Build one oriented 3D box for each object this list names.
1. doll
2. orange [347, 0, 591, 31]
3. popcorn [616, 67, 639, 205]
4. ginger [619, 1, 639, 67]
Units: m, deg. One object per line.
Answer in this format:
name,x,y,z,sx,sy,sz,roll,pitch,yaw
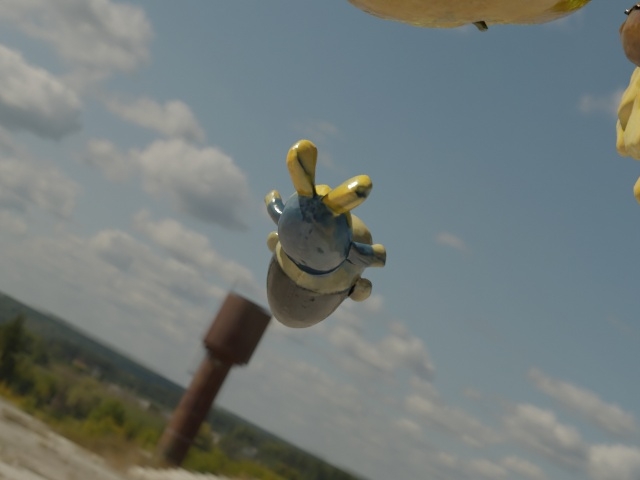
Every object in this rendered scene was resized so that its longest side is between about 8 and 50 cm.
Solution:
doll,0.000,0.000,1.010,0.102,0.089,0.179,32,-39,11
orange,0.115,-0.285,1.108,0.279,0.235,0.279,-1,5,0
popcorn,0.479,-0.106,1.358,0.354,0.344,0.390,32,14,14
ginger,0.205,-0.105,0.610,0.073,0.103,0.162,59,-12,-31
